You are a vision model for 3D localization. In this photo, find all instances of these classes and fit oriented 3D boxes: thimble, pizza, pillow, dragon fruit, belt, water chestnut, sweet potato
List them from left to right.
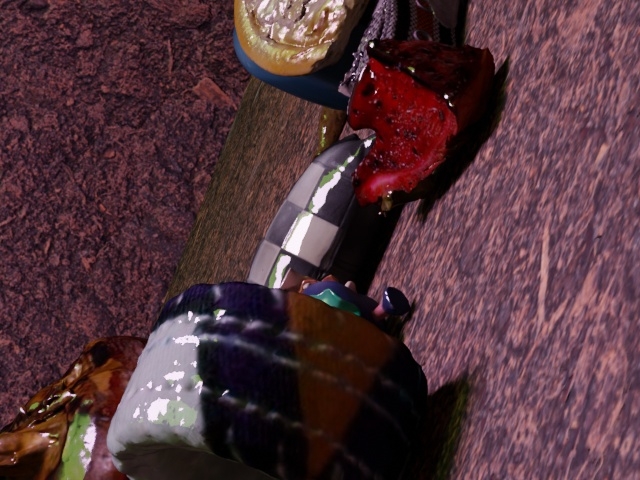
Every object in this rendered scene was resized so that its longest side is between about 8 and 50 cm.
[{"bbox_3d":[-0.275,0.271,1.922,0.335,0.347,0.335,-52,24,35],"label":"water chestnut"},{"bbox_3d":[-0.036,0.143,1.249,0.150,0.237,0.237,-69,9,-27],"label":"thimble"},{"bbox_3d":[0.000,0.000,1.683,0.250,0.106,0.186,-63,10,1],"label":"pillow"},{"bbox_3d":[0.005,-0.281,1.745,0.262,0.034,0.181,-44,51,26],"label":"pizza"},{"bbox_3d":[0.017,-0.163,2.163,0.041,0.038,0.153,17,-87,-77],"label":"sweet potato"},{"bbox_3d":[0.073,-0.089,1.470,0.192,0.122,0.092,125,149,-45],"label":"dragon fruit"},{"bbox_3d":[0.108,-0.266,1.727,0.126,0.094,0.359,-46,25,55],"label":"belt"}]

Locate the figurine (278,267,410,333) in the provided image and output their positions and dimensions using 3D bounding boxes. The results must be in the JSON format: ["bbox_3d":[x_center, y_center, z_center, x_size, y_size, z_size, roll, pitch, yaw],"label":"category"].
[{"bbox_3d":[0.011,0.074,1.494,0.195,0.102,0.111,-116,46,-82],"label":"figurine"}]

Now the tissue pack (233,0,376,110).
[{"bbox_3d":[0.019,-0.303,1.917,0.206,0.198,0.287,18,89,63],"label":"tissue pack"}]
